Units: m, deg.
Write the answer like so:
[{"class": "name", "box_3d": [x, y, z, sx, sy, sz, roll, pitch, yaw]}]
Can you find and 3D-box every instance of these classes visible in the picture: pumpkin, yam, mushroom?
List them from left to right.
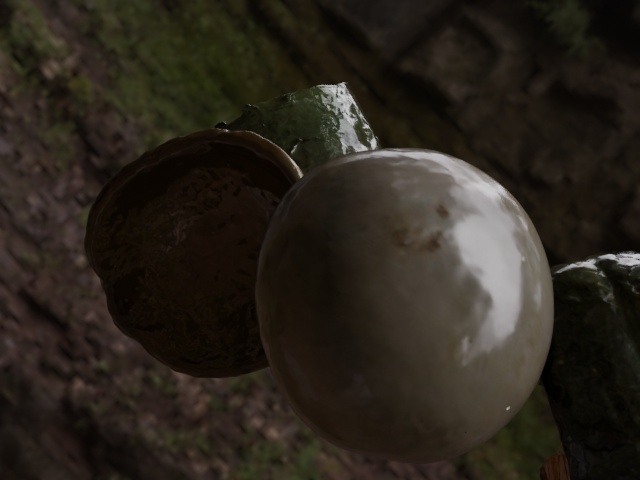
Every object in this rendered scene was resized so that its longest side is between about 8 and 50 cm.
[{"class": "yam", "box_3d": [0.000, 0.000, 1.560, 0.195, 0.195, 0.300, 93, -26, -66]}, {"class": "mushroom", "box_3d": [0.043, 0.045, 1.023, 0.204, 0.204, 0.204, 42, -19, 18]}, {"class": "pumpkin", "box_3d": [0.328, 0.162, 1.717, 0.256, 0.225, 0.303, -149, -141, -83]}]

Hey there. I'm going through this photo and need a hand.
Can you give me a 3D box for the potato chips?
[{"class": "potato chips", "box_3d": [-0.076, 0.005, 1.198, 0.195, 0.062, 0.208, 34, -65, 15]}]
